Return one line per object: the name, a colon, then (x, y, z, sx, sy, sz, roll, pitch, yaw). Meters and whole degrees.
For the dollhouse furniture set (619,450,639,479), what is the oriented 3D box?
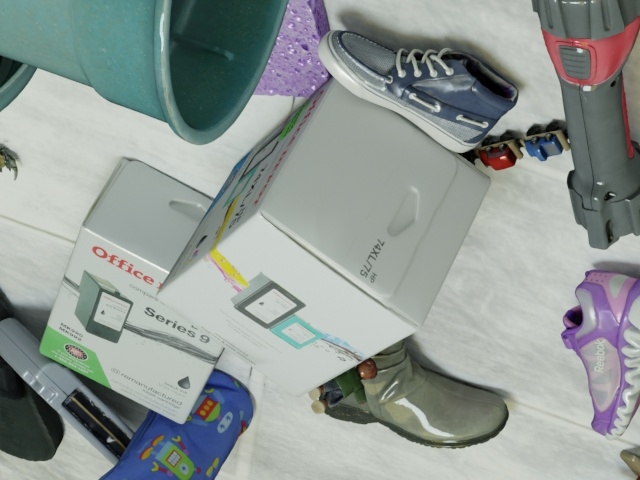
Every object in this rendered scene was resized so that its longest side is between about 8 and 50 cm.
dollhouse furniture set: (0.352, 0.399, 1.862, 0.135, 0.262, 0.259, 31, 175, -11)

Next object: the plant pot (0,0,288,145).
plant pot: (-0.215, -0.282, 1.289, 0.334, 0.341, 0.341, 14, 140, 11)

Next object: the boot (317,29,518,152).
boot: (0.096, -0.164, 1.494, 0.190, 0.069, 0.086, 29, 135, -17)

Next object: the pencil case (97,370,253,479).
pencil case: (-0.193, 0.279, 1.962, 0.133, 0.306, 0.119, 45, 127, -10)

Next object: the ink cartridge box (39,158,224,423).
ink cartridge box: (-0.200, 0.066, 1.854, 0.211, 0.122, 0.289, 27, 141, -1)

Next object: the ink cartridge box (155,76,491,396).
ink cartridge box: (0.000, 0.000, 1.584, 0.197, 0.198, 0.270, 36, 148, -12)

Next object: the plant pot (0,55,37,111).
plant pot: (-0.399, -0.222, 1.542, 0.293, 0.293, 0.196, 24, 167, 2)

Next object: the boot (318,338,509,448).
boot: (0.099, 0.155, 1.837, 0.246, 0.083, 0.161, 9, 133, 17)

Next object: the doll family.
doll family: (0.000, 0.098, 1.759, 0.076, 0.111, 0.193, 3, 115, 51)

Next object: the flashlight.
flashlight: (0.258, -0.135, 1.415, 0.103, 0.103, 0.304, -21, 136, 0)

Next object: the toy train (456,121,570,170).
toy train: (0.180, -0.088, 1.548, 0.158, 0.036, 0.027, -11, 129, 36)

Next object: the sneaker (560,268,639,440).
sneaker: (0.310, 0.116, 1.676, 0.104, 0.095, 0.236, 18, 136, 19)

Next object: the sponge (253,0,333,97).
sponge: (-0.054, -0.226, 1.520, 0.117, 0.031, 0.210, 7, 138, 21)

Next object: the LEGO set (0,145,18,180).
LEGO set: (-0.388, -0.106, 1.845, 0.054, 0.023, 0.083, -20, 110, 39)

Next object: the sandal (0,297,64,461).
sandal: (-0.480, 0.178, 2.140, 0.167, 0.107, 0.446, 2, 136, 26)

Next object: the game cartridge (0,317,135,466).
game cartridge: (-0.318, 0.225, 2.076, 0.196, 0.060, 0.294, 25, 159, 52)
